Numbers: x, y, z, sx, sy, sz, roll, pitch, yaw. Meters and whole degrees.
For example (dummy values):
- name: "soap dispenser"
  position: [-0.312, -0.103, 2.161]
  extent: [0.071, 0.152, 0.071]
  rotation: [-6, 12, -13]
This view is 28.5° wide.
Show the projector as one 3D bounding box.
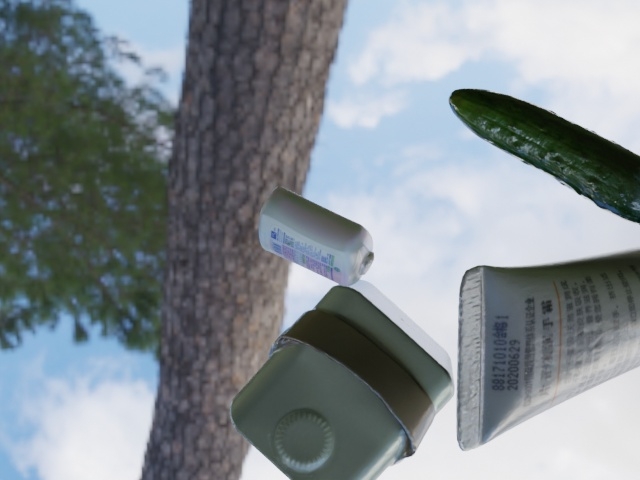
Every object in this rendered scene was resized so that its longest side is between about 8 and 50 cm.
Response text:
- name: "projector"
  position: [0.026, 0.145, 1.235]
  extent: [0.163, 0.177, 0.242]
  rotation: [41, -177, 3]

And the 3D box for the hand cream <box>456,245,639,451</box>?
- name: "hand cream"
  position: [0.217, 0.070, 1.002]
  extent: [0.314, 0.140, 0.089]
  rotation: [-10, -164, -42]

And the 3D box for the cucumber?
- name: "cucumber"
  position: [0.218, -0.065, 1.044]
  extent: [0.250, 0.056, 0.056]
  rotation: [31, -140, 15]

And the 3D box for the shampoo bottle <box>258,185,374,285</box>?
- name: "shampoo bottle"
  position: [0.000, 0.000, 1.054]
  extent: [0.099, 0.072, 0.043]
  rotation: [25, -117, 15]
